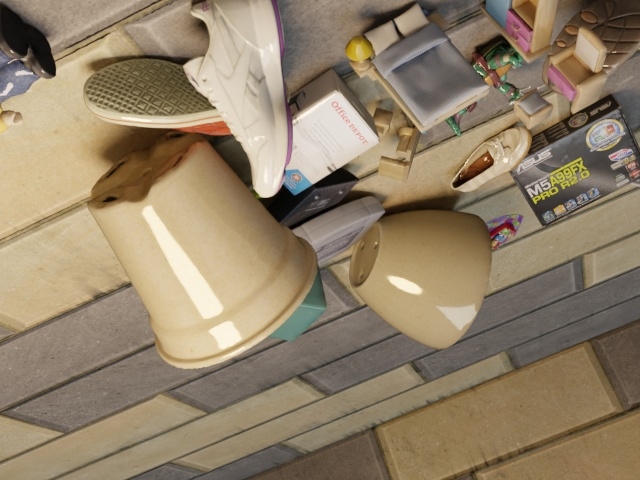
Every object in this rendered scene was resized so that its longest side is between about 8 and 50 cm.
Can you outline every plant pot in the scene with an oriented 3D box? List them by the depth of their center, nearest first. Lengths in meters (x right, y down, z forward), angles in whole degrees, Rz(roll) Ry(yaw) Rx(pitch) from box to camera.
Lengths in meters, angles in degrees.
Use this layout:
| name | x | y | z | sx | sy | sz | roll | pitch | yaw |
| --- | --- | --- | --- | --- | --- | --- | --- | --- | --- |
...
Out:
| name | x | y | z | sx | sy | sz | roll | pitch | yaw |
| --- | --- | --- | --- | --- | --- | --- | --- | --- | --- |
| plant pot | -0.222 | -0.008 | 1.364 | 0.333 | 0.334 | 0.305 | -26 | 119 | 12 |
| plant pot | -0.136 | 0.114 | 1.840 | 0.234 | 0.166 | 0.166 | 11 | 141 | -32 |

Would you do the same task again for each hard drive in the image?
| name | x | y | z | sx | sy | sz | roll | pitch | yaw |
| --- | --- | --- | --- | --- | --- | --- | --- | --- | --- |
| hard drive | -0.050 | -0.056 | 1.646 | 0.172 | 0.054 | 0.254 | -16 | 158 | -51 |

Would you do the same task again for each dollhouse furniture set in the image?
| name | x | y | z | sx | sy | sz | roll | pitch | yaw |
| --- | --- | --- | --- | --- | --- | --- | --- | --- | --- |
| dollhouse furniture set | 0.222 | -0.292 | 1.195 | 0.303 | 0.286 | 0.198 | -29 | 153 | -6 |
| dollhouse furniture set | 0.115 | -0.218 | 1.540 | 0.151 | 0.123 | 0.144 | 16 | 152 | 8 |

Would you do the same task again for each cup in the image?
| name | x | y | z | sx | sy | sz | roll | pitch | yaw |
| --- | --- | --- | --- | --- | --- | --- | --- | --- | --- |
| cup | 0.206 | 0.065 | 1.851 | 0.236 | 0.331 | 0.331 | 16 | 140 | -17 |

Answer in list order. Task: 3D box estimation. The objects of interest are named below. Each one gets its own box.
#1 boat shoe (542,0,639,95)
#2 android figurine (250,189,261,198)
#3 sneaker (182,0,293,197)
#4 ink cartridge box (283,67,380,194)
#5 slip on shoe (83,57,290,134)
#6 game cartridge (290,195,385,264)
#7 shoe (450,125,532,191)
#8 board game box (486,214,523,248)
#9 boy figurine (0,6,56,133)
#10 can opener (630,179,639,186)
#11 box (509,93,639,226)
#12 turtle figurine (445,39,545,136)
| name | x | y | z | sx | sy | sz | roll | pitch | yaw |
| --- | --- | --- | --- | --- | --- | --- | --- | --- | --- |
| boat shoe | 0.518 | -0.366 | 1.373 | 0.324 | 0.123 | 0.116 | -43 | 160 | 5 |
| android figurine | -0.246 | -0.051 | 1.576 | 0.272 | 0.056 | 0.248 | -12 | 151 | -13 |
| sneaker | -0.121 | -0.213 | 1.187 | 0.152 | 0.305 | 0.114 | -8 | -168 | -8 |
| ink cartridge box | -0.013 | -0.189 | 1.407 | 0.190 | 0.082 | 0.139 | -31 | 128 | 18 |
| slip on shoe | -0.207 | -0.212 | 1.254 | 0.331 | 0.123 | 0.101 | -6 | 154 | -33 |
| game cartridge | 0.000 | 0.000 | 1.732 | 0.294 | 0.060 | 0.196 | -25 | 168 | -37 |
| shoe | 0.368 | -0.172 | 1.733 | 0.058 | 0.077 | 0.219 | -1 | 150 | -40 |
| board game box | 0.481 | -0.009 | 2.147 | 0.133 | 0.033 | 0.169 | -15 | 152 | -9 |
| boy figurine | -0.502 | -0.196 | 1.113 | 0.285 | 0.092 | 0.177 | -29 | 151 | 19 |
| can opener | 0.705 | -0.167 | 1.960 | 0.280 | 0.074 | 0.093 | 8 | 141 | -41 |
| box | 0.575 | -0.173 | 1.798 | 0.270 | 0.060 | 0.216 | -28 | 128 | 17 |
| turtle figurine | 0.314 | -0.293 | 1.435 | 0.234 | 0.118 | 0.175 | -42 | 151 | 12 |
